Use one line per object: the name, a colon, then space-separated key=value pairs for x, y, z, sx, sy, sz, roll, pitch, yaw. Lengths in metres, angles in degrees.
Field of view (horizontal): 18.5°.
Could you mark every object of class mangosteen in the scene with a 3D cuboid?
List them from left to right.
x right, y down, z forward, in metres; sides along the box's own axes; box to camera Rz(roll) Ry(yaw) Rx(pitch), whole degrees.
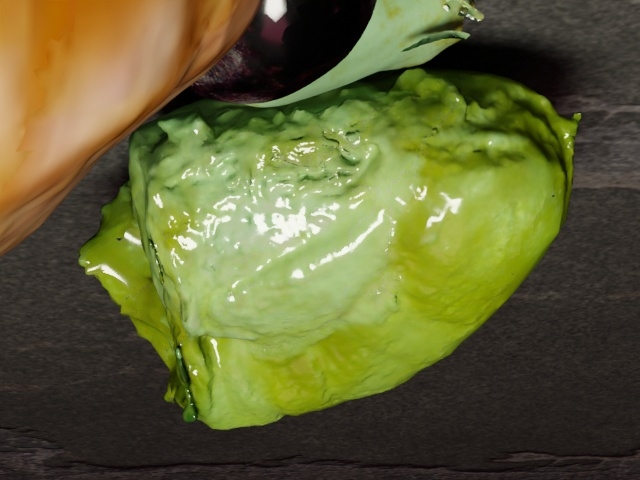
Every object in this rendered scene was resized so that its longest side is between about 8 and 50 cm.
mangosteen: x=-0.027 y=-0.138 z=0.962 sx=0.137 sy=0.137 sz=0.151 roll=-17 pitch=-170 yaw=35

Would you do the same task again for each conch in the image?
conch: x=0.000 y=-0.114 z=1.094 sx=0.170 sy=0.079 sz=0.106 roll=-3 pitch=177 yaw=-20

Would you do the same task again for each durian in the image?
durian: x=0.000 y=0.000 z=1.205 sx=0.340 sy=0.204 sz=0.256 roll=-9 pitch=167 yaw=9

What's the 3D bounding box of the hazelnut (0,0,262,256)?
hazelnut: x=-0.176 y=-0.150 z=0.639 sx=0.372 sy=0.315 sz=0.372 roll=-12 pitch=129 yaw=-16
